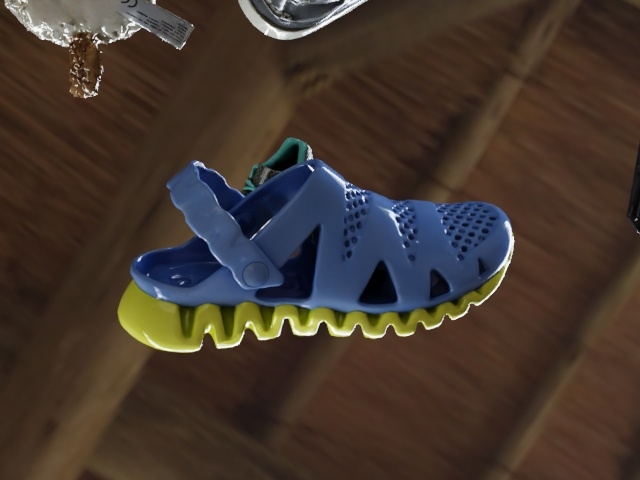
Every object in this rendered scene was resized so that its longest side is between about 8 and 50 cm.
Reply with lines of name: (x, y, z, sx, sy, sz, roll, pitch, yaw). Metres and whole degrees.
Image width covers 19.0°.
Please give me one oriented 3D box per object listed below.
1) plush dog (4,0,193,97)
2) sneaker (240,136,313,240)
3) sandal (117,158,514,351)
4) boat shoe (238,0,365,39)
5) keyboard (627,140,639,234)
plush dog: (-0.217, -0.264, 1.735, 0.262, 0.225, 0.210, -7, -64, -3)
sneaker: (-0.060, -0.038, 1.823, 0.166, 0.065, 0.076, -50, -29, -34)
sandal: (0.000, 0.000, 1.485, 0.317, 0.126, 0.138, -7, -65, -14)
boat shoe: (0.047, -0.220, 1.289, 0.233, 0.084, 0.079, -39, -7, -26)
keyboard: (0.265, -0.017, 1.186, 0.192, 0.038, 0.100, 24, -107, -27)
